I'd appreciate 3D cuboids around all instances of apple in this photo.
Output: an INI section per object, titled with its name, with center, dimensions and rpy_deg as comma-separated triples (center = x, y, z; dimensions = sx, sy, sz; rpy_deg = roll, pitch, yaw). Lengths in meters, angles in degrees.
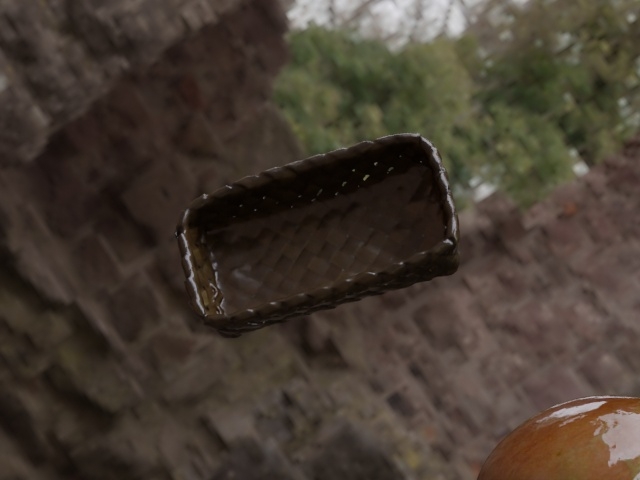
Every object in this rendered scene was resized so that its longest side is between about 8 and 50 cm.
[apple]
center = 0.271, 0.256, 1.561
dimensions = 0.253, 0.253, 0.253
rpy_deg = 56, -7, 10

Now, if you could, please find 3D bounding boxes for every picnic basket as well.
[picnic basket]
center = 0.000, 0.000, 1.161
dimensions = 0.055, 0.193, 0.110
rpy_deg = 67, 8, -62
